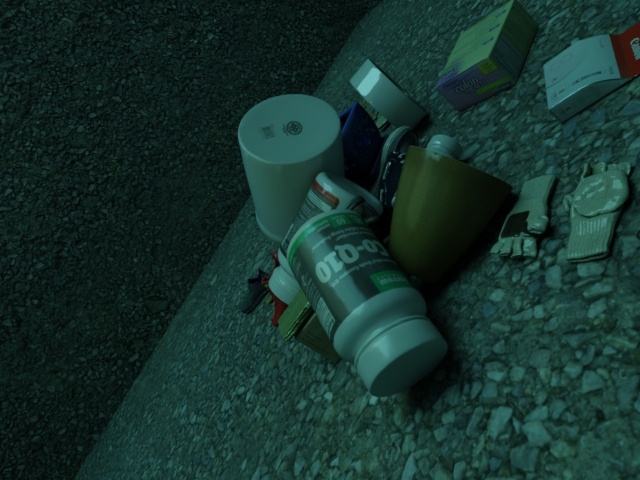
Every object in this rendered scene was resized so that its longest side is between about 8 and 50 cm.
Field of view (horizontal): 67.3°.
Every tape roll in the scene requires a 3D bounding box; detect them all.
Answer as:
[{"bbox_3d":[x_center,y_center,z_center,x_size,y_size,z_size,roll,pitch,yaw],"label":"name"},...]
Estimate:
[{"bbox_3d":[0.238,-0.500,1.673,0.100,0.286,0.286,-48,21,21],"label":"tape roll"}]

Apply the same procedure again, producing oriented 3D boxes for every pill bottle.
[{"bbox_3d":[0.005,0.008,1.365,0.363,0.210,0.210,-60,18,17],"label":"pill bottle"},{"bbox_3d":[0.288,-0.163,1.264,0.222,0.124,0.124,-60,21,-14],"label":"pill bottle"},{"bbox_3d":[0.087,0.119,0.991,0.204,0.204,0.361,-48,50,18],"label":"pill bottle"}]

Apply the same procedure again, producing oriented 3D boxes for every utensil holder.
[{"bbox_3d":[-0.074,-0.216,1.533,0.386,0.327,0.328,85,-158,-54],"label":"utensil holder"}]

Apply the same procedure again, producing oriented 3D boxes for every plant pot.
[{"bbox_3d":[0.110,-0.324,1.784,0.236,0.212,0.236,-25,36,53],"label":"plant pot"},{"bbox_3d":[0.254,-0.045,1.058,0.255,0.237,0.237,-68,19,9],"label":"plant pot"}]

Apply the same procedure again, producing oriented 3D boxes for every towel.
[{"bbox_3d":[-0.057,0.181,1.223,0.148,0.027,0.110,-56,21,2],"label":"towel"}]

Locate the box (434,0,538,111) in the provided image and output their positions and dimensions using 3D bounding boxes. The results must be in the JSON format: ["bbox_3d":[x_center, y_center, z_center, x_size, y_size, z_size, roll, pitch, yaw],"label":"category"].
[{"bbox_3d":[0.486,-0.538,1.414,0.213,0.117,0.243,-14,44,60],"label":"box"}]

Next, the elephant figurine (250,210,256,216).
[{"bbox_3d":[-0.177,-0.187,2.245,0.169,0.186,0.240,16,83,33],"label":"elephant figurine"}]

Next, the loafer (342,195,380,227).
[{"bbox_3d":[0.039,0.013,1.193,0.268,0.084,0.096,-52,-15,16],"label":"loafer"}]

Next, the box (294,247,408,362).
[{"bbox_3d":[0.070,0.142,1.245,0.311,0.148,0.121,-53,21,9],"label":"box"}]

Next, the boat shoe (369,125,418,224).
[{"bbox_3d":[0.254,-0.203,1.433,0.158,0.127,0.341,-4,61,57],"label":"boat shoe"}]

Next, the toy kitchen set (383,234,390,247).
[{"bbox_3d":[0.215,-0.018,1.267,0.068,0.075,0.083,-40,29,33],"label":"toy kitchen set"}]

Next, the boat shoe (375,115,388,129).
[{"bbox_3d":[0.274,-0.496,1.936,0.133,0.042,0.049,-48,42,17],"label":"boat shoe"}]

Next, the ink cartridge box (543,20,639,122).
[{"bbox_3d":[0.595,-0.383,1.020,0.232,0.066,0.189,-40,25,46],"label":"ink cartridge box"}]

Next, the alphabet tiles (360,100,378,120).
[{"bbox_3d":[0.214,-0.600,2.275,0.342,0.011,0.285,-33,29,46],"label":"alphabet tiles"}]

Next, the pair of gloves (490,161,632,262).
[{"bbox_3d":[0.436,-0.054,0.881,0.204,0.042,0.240,-61,22,-16],"label":"pair of gloves"}]

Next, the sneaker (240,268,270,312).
[{"bbox_3d":[-0.283,0.205,2.001,0.224,0.098,0.083,-47,21,20],"label":"sneaker"}]

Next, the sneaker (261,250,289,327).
[{"bbox_3d":[-0.148,0.162,1.647,0.107,0.118,0.279,-150,67,-65],"label":"sneaker"}]

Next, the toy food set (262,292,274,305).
[{"bbox_3d":[-0.158,0.193,1.793,0.132,0.038,0.192,-54,6,-17],"label":"toy food set"}]
